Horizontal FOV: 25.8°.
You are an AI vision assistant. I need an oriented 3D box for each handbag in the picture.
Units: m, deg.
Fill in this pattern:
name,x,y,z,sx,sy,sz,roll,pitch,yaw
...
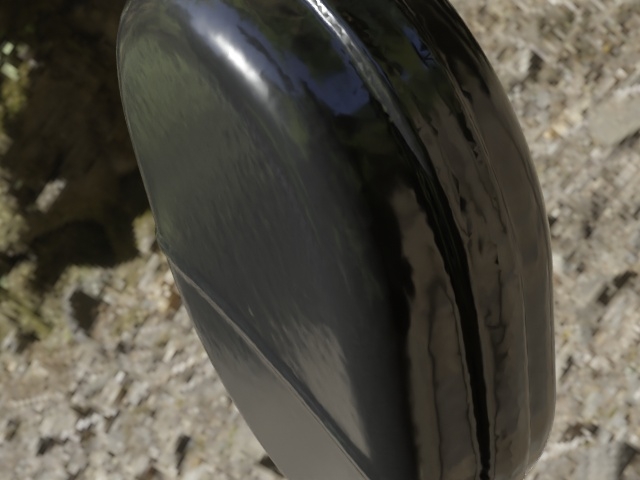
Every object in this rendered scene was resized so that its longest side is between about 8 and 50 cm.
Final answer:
name,x,y,z,sx,sy,sz,roll,pitch,yaw
handbag,-0.001,0.000,0.629,0.093,0.308,0.254,-28,42,-22
